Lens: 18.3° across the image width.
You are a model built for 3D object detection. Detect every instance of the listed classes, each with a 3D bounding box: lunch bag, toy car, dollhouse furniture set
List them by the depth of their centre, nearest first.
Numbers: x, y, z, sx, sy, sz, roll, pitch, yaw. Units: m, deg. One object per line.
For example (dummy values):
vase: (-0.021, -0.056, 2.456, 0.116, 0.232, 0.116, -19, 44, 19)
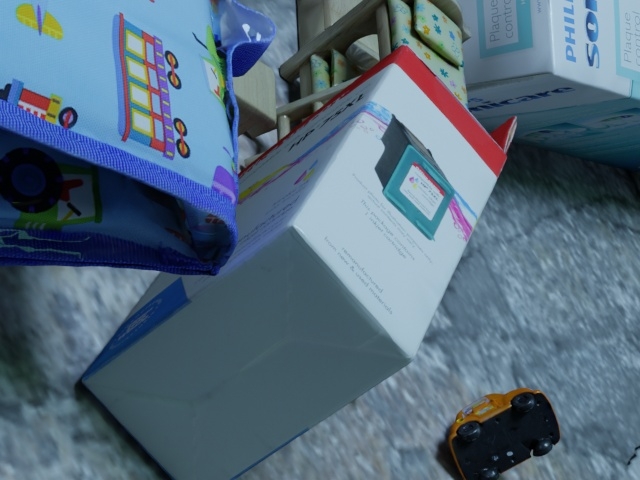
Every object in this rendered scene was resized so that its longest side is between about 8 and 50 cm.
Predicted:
lunch bag: (-0.140, -0.113, 0.747, 0.293, 0.138, 0.221, 12, 54, -34)
toy car: (0.066, 0.071, 0.997, 0.122, 0.060, 0.040, 47, -1, -25)
dollhouse furniture set: (-0.003, -0.117, 1.036, 0.161, 0.101, 0.182, 32, 38, -33)

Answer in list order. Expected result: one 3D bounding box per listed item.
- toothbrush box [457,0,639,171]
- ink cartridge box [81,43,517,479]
toothbrush box: (0.168, -0.172, 1.240, 0.295, 0.126, 0.216, 10, 75, -49)
ink cartridge box: (0.000, 0.000, 0.895, 0.078, 0.134, 0.231, 47, 31, -11)
